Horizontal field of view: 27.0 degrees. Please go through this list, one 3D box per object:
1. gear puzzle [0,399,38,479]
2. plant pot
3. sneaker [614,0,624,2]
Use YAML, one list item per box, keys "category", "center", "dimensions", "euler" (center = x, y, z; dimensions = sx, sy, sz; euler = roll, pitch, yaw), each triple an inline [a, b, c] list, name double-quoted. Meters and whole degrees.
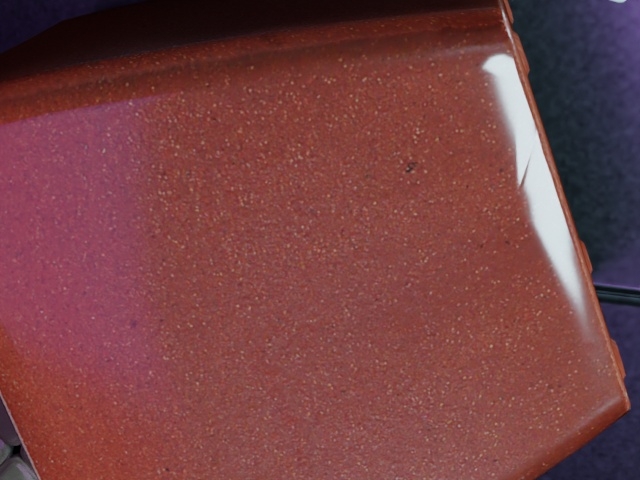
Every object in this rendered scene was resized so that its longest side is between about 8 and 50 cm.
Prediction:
- category: "gear puzzle"
  center: [-0.249, 0.067, 0.857]
  dimensions: [0.339, 0.044, 0.175]
  euler: [45, 120, 1]
- category: "plant pot"
  center: [0.000, 0.000, 0.630]
  dimensions: [0.236, 0.267, 0.267]
  euler: [-18, 105, 11]
- category: "sneaker"
  center: [0.140, -0.221, 0.531]
  dimensions: [0.323, 0.130, 0.236]
  euler: [-9, 102, 16]
